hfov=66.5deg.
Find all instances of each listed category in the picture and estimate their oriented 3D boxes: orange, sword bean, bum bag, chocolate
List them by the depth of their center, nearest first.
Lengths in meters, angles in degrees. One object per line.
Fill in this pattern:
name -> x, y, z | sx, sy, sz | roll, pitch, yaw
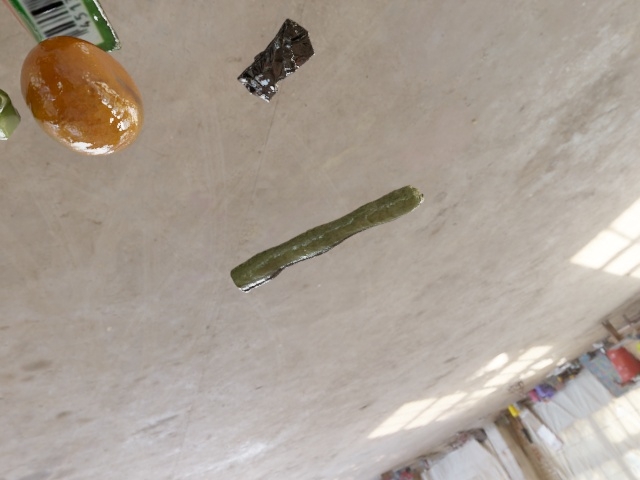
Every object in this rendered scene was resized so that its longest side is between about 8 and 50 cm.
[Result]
sword bean -> 0.000, 0.000, 0.601 | 0.269, 0.038, 0.043 | -26, 167, 19
bum bag -> -0.059, -0.237, 0.653 | 0.058, 0.034, 0.124 | 44, 131, -17
orange -> -0.450, -0.269, 0.932 | 0.171, 0.240, 0.240 | -34, 148, 11
chocolate -> -0.599, -0.574, 0.965 | 0.161, 0.341, 0.360 | -38, 160, -15

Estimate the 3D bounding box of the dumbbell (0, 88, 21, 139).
dumbbell -> -0.622, -0.132, 0.800 | 0.121, 0.302, 0.108 | 33, 150, -32
